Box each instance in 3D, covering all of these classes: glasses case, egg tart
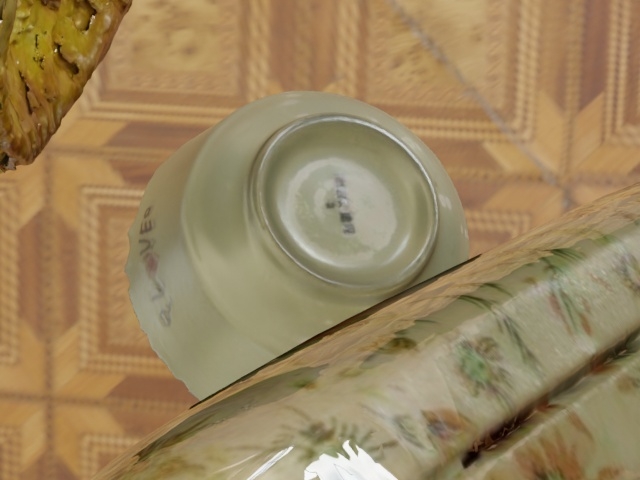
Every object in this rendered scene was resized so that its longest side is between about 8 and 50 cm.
[{"bbox_3d":[0.045,0.060,0.505,0.156,0.425,0.098,-43,79,29],"label":"glasses case"},{"bbox_3d":[-0.154,-0.169,0.905,0.115,0.290,0.290,20,104,3],"label":"egg tart"}]

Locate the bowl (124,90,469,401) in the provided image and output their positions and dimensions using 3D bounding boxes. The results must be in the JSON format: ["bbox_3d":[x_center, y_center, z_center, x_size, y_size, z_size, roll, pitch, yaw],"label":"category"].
[{"bbox_3d":[0.000,0.000,1.079,0.211,0.211,0.112,44,149,3],"label":"bowl"}]
